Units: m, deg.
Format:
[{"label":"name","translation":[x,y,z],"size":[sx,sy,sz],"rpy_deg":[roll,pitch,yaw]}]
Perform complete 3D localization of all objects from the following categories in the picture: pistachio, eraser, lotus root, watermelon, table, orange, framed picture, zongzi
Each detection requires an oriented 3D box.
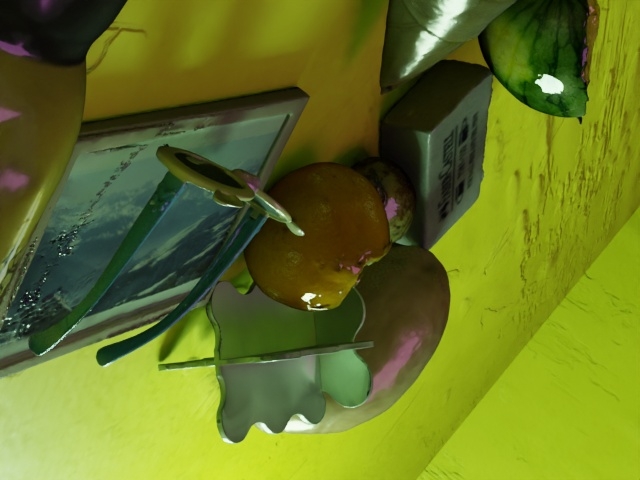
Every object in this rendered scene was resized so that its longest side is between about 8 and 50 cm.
[{"label":"pistachio","translation":[0.031,0.122,1.590],"size":[0.293,0.181,0.162],"rpy_deg":[-43,-163,0]},{"label":"eraser","translation":[0.133,-0.092,1.565],"size":[0.111,0.077,0.352],"rpy_deg":[-47,161,-17]},{"label":"lotus root","translation":[0.066,-0.044,1.478],"size":[0.081,0.089,0.179],"rpy_deg":[-23,169,6]},{"label":"watermelon","translation":[0.231,-0.229,1.433],"size":[0.232,0.127,0.204],"rpy_deg":[0,85,-82]},{"label":"table","translation":[-0.054,0.121,1.404],"size":[0.198,0.166,0.166],"rpy_deg":[-2,127,-58]},{"label":"orange","translation":[0.000,0.000,1.334],"size":[0.155,0.134,0.154],"rpy_deg":[-37,152,-23]},{"label":"framed picture","translation":[-0.151,-0.009,1.133],"size":[0.335,0.022,0.247],"rpy_deg":[-19,142,-58]},{"label":"zongzi","translation":[0.095,-0.247,1.111],"size":[0.317,0.154,0.289],"rpy_deg":[-51,155,20]}]

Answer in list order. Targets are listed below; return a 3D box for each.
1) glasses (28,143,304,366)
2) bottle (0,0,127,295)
[{"label":"glasses","translation":[-0.141,0.008,1.097],"size":[0.221,0.088,0.190],"rpy_deg":[-35,164,10]},{"label":"bottle","translation":[-0.204,-0.065,0.674],"size":[0.351,0.171,0.171],"rpy_deg":[-58,161,16]}]
